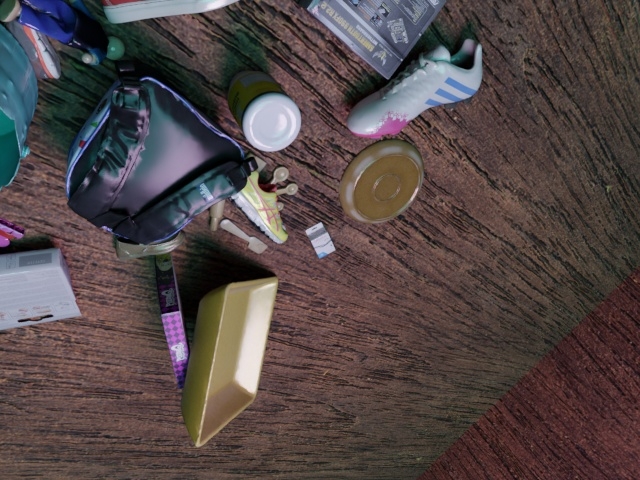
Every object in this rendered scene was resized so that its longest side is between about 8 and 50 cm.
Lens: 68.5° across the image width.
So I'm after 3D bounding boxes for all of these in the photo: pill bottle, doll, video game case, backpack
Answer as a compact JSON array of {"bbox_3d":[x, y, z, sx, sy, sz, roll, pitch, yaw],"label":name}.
[{"bbox_3d":[-0.110,-0.243,0.848,0.103,0.184,0.103,-13,129,-17],"label":"pill bottle"},{"bbox_3d":[-0.376,-0.326,0.708,0.046,0.129,0.189,-23,166,25],"label":"doll"},{"bbox_3d":[-0.323,0.172,1.040,0.042,0.210,0.232,-10,127,-16],"label":"video game case"},{"bbox_3d":[-0.303,-0.138,0.820,0.263,0.213,0.276,-49,124,3],"label":"backpack"}]

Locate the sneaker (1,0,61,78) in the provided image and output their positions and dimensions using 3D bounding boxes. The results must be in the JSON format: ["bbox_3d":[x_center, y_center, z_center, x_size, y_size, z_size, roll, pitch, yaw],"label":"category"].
[{"bbox_3d":[-0.458,-0.316,0.711,0.065,0.061,0.158,-15,129,-6],"label":"sneaker"}]

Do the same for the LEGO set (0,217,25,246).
[{"bbox_3d":[-0.661,-0.019,0.816,0.093,0.087,0.227,-44,130,10],"label":"LEGO set"}]

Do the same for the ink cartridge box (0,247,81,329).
[{"bbox_3d":[-0.606,0.103,0.962,0.181,0.056,0.224,-8,151,-20],"label":"ink cartridge box"}]

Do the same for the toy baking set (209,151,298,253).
[{"bbox_3d":[-0.154,-0.072,1.058,0.197,0.030,0.256,5,122,-29],"label":"toy baking set"}]

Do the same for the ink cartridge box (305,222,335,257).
[{"bbox_3d":[0.000,0.000,1.188,0.048,0.028,0.083,-29,131,-4],"label":"ink cartridge box"}]

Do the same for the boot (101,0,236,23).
[{"bbox_3d":[-0.226,-0.434,0.694,0.244,0.088,0.176,-8,126,-1],"label":"boot"}]

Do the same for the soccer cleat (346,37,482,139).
[{"bbox_3d":[0.196,-0.326,0.980,0.331,0.116,0.143,-25,141,-17],"label":"soccer cleat"}]

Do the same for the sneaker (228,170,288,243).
[{"bbox_3d":[-0.118,-0.073,1.011,0.094,0.081,0.208,-46,135,-9],"label":"sneaker"}]

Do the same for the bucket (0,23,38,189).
[{"bbox_3d":[-0.546,-0.196,0.647,0.281,0.183,0.281,-6,133,-7],"label":"bucket"}]

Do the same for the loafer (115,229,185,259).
[{"bbox_3d":[-0.362,0.001,0.995,0.148,0.056,0.050,-18,136,-13],"label":"loafer"}]

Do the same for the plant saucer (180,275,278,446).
[{"bbox_3d":[-0.209,0.243,1.077,0.081,0.333,0.333,11,91,13],"label":"plant saucer"}]

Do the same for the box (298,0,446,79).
[{"bbox_3d":[0.101,-0.447,0.883,0.231,0.056,0.183,25,112,-37],"label":"box"}]

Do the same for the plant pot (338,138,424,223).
[{"bbox_3d":[0.159,-0.135,1.163,0.236,0.032,0.236,-14,130,-17],"label":"plant pot"}]
